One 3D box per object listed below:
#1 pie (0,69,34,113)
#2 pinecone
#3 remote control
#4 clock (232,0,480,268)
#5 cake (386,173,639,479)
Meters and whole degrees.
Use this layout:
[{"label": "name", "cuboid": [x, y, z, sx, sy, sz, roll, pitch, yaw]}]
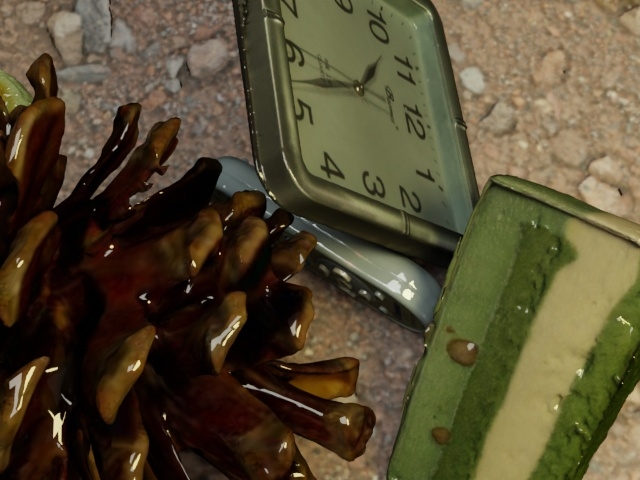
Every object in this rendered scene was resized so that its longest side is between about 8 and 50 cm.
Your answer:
[{"label": "pie", "cuboid": [-0.355, -0.089, 0.960, 0.187, 0.041, 0.187, -3, 71, 9]}, {"label": "pinecone", "cuboid": [-0.135, 0.071, 0.722, 0.384, 0.384, 0.384, -3, 70, 8]}, {"label": "remote control", "cuboid": [0.000, 0.000, 0.845, 0.244, 0.087, 0.047, 31, 79, 17]}, {"label": "clock", "cuboid": [0.028, -0.122, 0.798, 0.049, 0.279, 0.273, -23, 64, 33]}, {"label": "cake", "cuboid": [0.179, 0.098, 0.802, 0.158, 0.172, 0.284, 27, 110, 24]}]
